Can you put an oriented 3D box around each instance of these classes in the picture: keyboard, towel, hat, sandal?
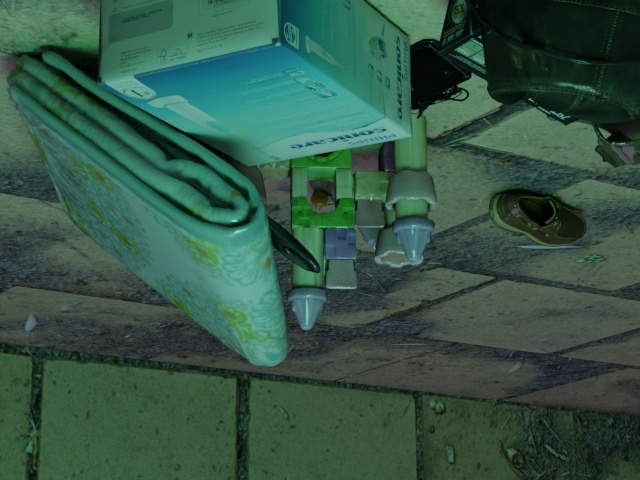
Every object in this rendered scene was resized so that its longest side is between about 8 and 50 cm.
[{"bbox_3d":[0.102,-0.188,1.754,0.100,0.038,0.192,36,148,-25],"label":"keyboard"},{"bbox_3d":[-0.191,-0.038,1.736,0.374,0.090,0.320,36,161,24],"label":"towel"},{"bbox_3d":[0.213,-0.169,1.261,0.331,0.133,0.331,8,-168,-2],"label":"hat"},{"bbox_3d":[0.398,-0.129,1.836,0.303,0.086,0.120,15,157,-42],"label":"sandal"}]

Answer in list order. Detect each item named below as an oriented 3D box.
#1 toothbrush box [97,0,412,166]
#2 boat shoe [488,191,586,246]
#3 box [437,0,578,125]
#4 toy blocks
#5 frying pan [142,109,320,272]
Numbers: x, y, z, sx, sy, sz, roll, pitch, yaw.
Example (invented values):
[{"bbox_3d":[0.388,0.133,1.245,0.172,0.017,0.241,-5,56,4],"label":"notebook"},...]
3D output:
[{"bbox_3d":[-0.060,-0.189,1.559,0.216,0.126,0.295,-9,161,28],"label":"toothbrush box"},{"bbox_3d":[0.333,-0.033,2.205,0.178,0.064,0.060,14,160,-33],"label":"boat shoe"},{"bbox_3d":[0.238,-0.207,1.517,0.180,0.077,0.147,25,154,-24],"label":"box"},{"bbox_3d":[0.000,0.000,1.968,0.289,0.260,0.309,1,163,-5],"label":"toy blocks"},{"bbox_3d":[-0.130,-0.099,1.753,0.326,0.053,0.197,24,145,22],"label":"frying pan"}]
